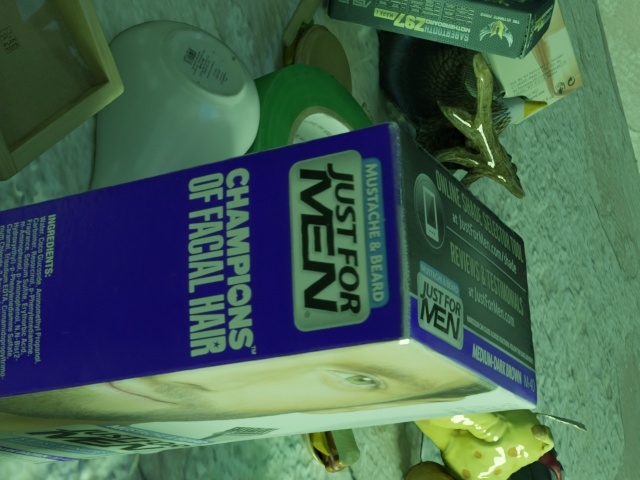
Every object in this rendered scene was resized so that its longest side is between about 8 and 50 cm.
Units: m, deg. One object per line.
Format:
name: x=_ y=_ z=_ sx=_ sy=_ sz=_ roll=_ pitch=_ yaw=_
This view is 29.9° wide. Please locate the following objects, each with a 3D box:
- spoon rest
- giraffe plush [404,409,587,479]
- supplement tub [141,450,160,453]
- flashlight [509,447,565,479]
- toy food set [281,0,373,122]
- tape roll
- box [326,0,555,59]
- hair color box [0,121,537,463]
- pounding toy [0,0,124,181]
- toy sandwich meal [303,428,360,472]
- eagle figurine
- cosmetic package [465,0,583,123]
spoon rest: x=-0.123 y=-0.077 z=0.902 sx=0.137 sy=0.084 sz=0.276 roll=34 pitch=37 yaw=-13
giraffe plush: x=0.160 y=0.244 z=1.305 sx=0.181 sy=0.210 sz=0.170 roll=-8 pitch=118 yaw=-73
supplement tub: x=-0.101 y=0.062 z=0.863 sx=0.106 sy=0.106 sz=0.198 roll=65 pitch=28 yaw=-27
flashlight: x=0.249 y=0.323 z=1.410 sx=0.103 sy=0.103 sz=0.304 roll=40 pitch=14 yaw=-6
toy food set: x=-0.004 y=-0.168 z=1.267 sx=0.192 sy=0.039 sz=0.132 roll=66 pitch=34 yaw=-36
tape roll: x=0.000 y=0.000 z=1.111 sx=0.321 sy=0.077 sz=0.321 roll=43 pitch=37 yaw=-45
box: x=0.145 y=-0.278 z=1.394 sx=0.183 sy=0.233 sz=0.059 roll=-47 pitch=148 yaw=-62
hair color box: x=-0.075 y=0.047 z=0.643 sx=0.185 sy=0.339 sz=0.110 roll=31 pitch=51 yaw=-58
pounding toy: x=-0.217 y=-0.074 z=0.703 sx=0.206 sy=0.094 sz=0.181 roll=-50 pitch=130 yaw=-49
toy sandwich meal: x=0.010 y=0.179 z=1.139 sx=0.085 sy=0.029 sz=0.085 roll=39 pitch=45 yaw=-54
eagle figurine: x=0.171 y=-0.156 z=1.504 sx=0.298 sy=0.225 sz=0.226 roll=-117 pitch=-134 yaw=-61
cosmetic package: x=0.238 y=-0.328 z=1.666 sx=0.153 sy=0.129 sz=0.296 roll=35 pitch=-27 yaw=60
